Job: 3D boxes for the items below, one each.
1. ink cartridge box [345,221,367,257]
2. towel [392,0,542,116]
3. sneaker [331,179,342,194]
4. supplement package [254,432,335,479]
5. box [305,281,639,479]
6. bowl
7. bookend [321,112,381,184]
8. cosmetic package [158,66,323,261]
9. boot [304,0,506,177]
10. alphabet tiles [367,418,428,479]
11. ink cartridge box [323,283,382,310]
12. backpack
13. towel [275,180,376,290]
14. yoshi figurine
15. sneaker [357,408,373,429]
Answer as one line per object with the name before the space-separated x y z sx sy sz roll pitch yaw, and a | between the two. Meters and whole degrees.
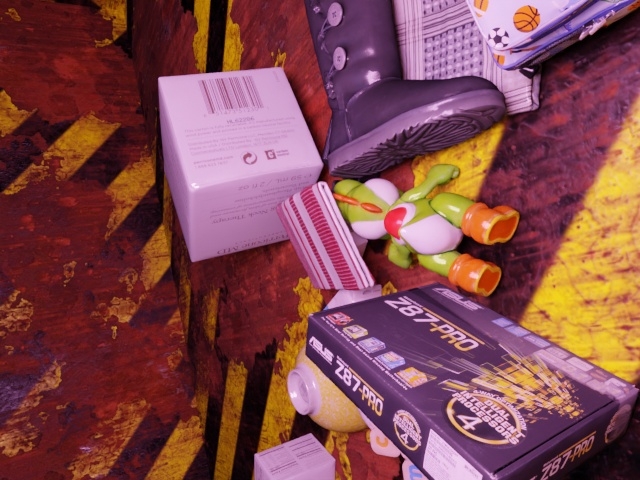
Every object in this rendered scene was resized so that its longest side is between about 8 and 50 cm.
ink cartridge box | 0.046 0.007 1.133 0.115 0.067 0.198 53 154 25
towel | 0.233 -0.368 0.818 0.312 0.056 0.325 11 105 57
sneaker | 0.056 -0.086 1.172 0.170 0.051 0.089 54 139 43
supplement package | -0.078 0.763 1.428 0.145 0.203 0.262 24 117 55
box | 0.208 0.205 0.740 0.394 0.317 0.097 32 122 52
bowl | 0.006 0.379 1.254 0.289 0.155 0.290 18 111 56
bookend | 0.085 -0.219 1.070 0.157 0.072 0.156 48 134 41
cosmetic package | -0.231 -0.196 1.280 0.394 0.329 0.328 117 135 -60
boot | 0.119 -0.375 0.847 0.366 0.146 0.446 -13 79 46
alphabet tiles | 0.219 0.365 0.952 0.277 0.021 0.285 -6 92 34
ink cartridge box | 0.087 0.162 1.134 0.090 0.092 0.143 64 144 25
backpack | 0.286 -0.360 0.546 0.263 0.213 0.277 -22 102 43
towel | 0.000 0.000 1.059 0.237 0.037 0.329 64 160 -5
yoshi figurine | 0.186 -0.036 0.908 0.362 0.203 0.203 26 153 39
sneaker | 0.142 0.319 1.052 0.282 0.102 0.161 47 130 23
